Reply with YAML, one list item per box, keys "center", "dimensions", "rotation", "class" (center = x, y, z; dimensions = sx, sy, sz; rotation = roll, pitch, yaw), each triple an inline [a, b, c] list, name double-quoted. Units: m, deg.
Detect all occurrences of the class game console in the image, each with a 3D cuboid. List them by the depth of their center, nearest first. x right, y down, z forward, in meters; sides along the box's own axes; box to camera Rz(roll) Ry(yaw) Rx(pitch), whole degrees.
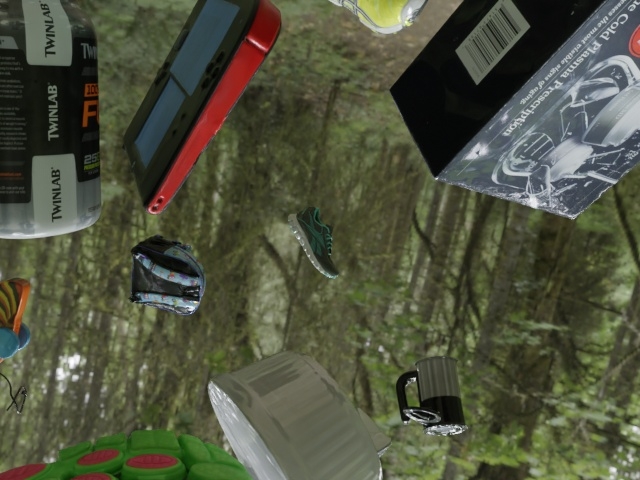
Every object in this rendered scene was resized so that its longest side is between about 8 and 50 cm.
- center: [-0.208, -0.244, 1.167]
  dimensions: [0.060, 0.342, 0.386]
  rotation: [32, -171, -27]
  class: "game console"

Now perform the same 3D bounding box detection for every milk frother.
- center: [0.209, 0.284, 1.393]
  dimensions: [0.129, 0.135, 0.143]
  rotation: [-2, 152, -4]
  class: "milk frother"

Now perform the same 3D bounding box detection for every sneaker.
- center: [-0.292, 0.367, 0.891]
  dimensions: [0.482, 0.202, 0.185]
  rotation: [-15, -167, 9]
  class: "sneaker"
- center: [0.074, -0.533, 1.530]
  dimensions: [0.147, 0.145, 0.384]
  rotation: [20, -169, -41]
  class: "sneaker"
- center: [0.000, 0.000, 1.557]
  dimensions: [0.166, 0.076, 0.065]
  rotation: [58, -170, 8]
  class: "sneaker"
- center: [0.026, 0.477, 1.665]
  dimensions: [0.297, 0.111, 0.129]
  rotation: [-15, -121, -46]
  class: "sneaker"

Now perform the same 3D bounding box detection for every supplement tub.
- center: [-0.402, -0.185, 0.990]
  dimensions: [0.207, 0.338, 0.207]
  rotation: [3, -166, -1]
  class: "supplement tub"

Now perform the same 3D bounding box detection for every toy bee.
- center: [-0.749, 0.229, 1.668]
  dimensions: [0.162, 0.298, 0.195]
  rotation: [5, 164, -5]
  class: "toy bee"

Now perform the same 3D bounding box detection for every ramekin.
- center: [-0.031, 0.271, 0.994]
  dimensions: [0.127, 0.273, 0.273]
  rotation: [-29, -153, -22]
  class: "ramekin"

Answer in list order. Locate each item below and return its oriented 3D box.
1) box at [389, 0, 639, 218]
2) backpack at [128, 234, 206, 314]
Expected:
- center: [0.331, -0.223, 0.986]
  dimensions: [0.312, 0.343, 0.179]
  rotation: [10, -134, -37]
  class: "box"
- center: [-0.333, 0.080, 1.681]
  dimensions: [0.173, 0.158, 0.117]
  rotation: [15, -155, 14]
  class: "backpack"
